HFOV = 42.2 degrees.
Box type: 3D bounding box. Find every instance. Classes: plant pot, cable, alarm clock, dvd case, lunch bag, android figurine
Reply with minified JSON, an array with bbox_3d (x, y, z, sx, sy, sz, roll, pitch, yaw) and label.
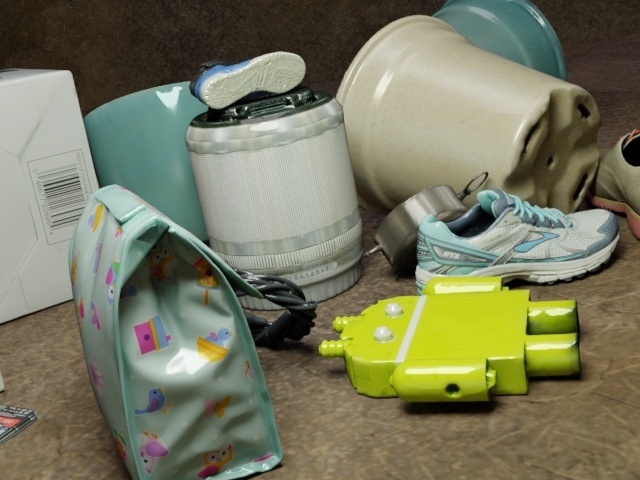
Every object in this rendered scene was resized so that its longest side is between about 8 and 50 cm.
[{"bbox_3d":[0.247,-0.286,1.631,0.334,0.341,0.341,-33,27,-34],"label":"plant pot"},{"bbox_3d":[-0.215,-0.099,1.346,0.293,0.235,0.293,-14,-5,-1],"label":"plant pot"},{"bbox_3d":[-0.081,0.079,0.966,0.185,0.150,0.047,2,52,34],"label":"cable"},{"bbox_3d":[0.155,-0.026,1.126,0.192,0.064,0.129,-44,-25,16],"label":"alarm clock"},{"bbox_3d":[-0.384,0.216,0.909,0.087,0.013,0.119,0,19,30],"label":"dvd case"},{"bbox_3d":[0.240,-0.155,1.268,0.334,0.333,0.305,-23,33,-34],"label":"plant pot"},{"bbox_3d":[-0.149,0.078,0.793,0.160,0.262,0.223,-17,18,-18],"label":"lunch bag"},{"bbox_3d":[0.137,0.104,0.892,0.273,0.056,0.248,-2,20,19],"label":"android figurine"}]

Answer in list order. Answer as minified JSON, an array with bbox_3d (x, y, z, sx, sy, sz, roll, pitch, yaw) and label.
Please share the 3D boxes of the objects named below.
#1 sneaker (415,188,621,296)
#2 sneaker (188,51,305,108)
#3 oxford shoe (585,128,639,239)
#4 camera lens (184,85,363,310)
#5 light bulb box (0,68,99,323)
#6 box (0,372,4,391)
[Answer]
[{"bbox_3d":[0.254,-0.009,1.055,0.283,0.122,0.110,-15,19,-13],"label":"sneaker"},{"bbox_3d":[-0.101,-0.219,1.105,0.152,0.058,0.085,-25,31,-21],"label":"sneaker"},{"bbox_3d":[0.469,-0.105,1.215,0.123,0.130,0.348,-11,18,-1],"label":"oxford shoe"},{"bbox_3d":[-0.059,-0.066,1.162,0.220,0.274,0.219,-10,17,3],"label":"camera lens"},{"bbox_3d":[-0.535,-0.093,1.384,0.225,0.357,0.361,-19,21,-29],"label":"light bulb box"},{"bbox_3d":[-0.529,0.180,0.972,0.275,0.094,0.113,-23,21,-34],"label":"box"}]
